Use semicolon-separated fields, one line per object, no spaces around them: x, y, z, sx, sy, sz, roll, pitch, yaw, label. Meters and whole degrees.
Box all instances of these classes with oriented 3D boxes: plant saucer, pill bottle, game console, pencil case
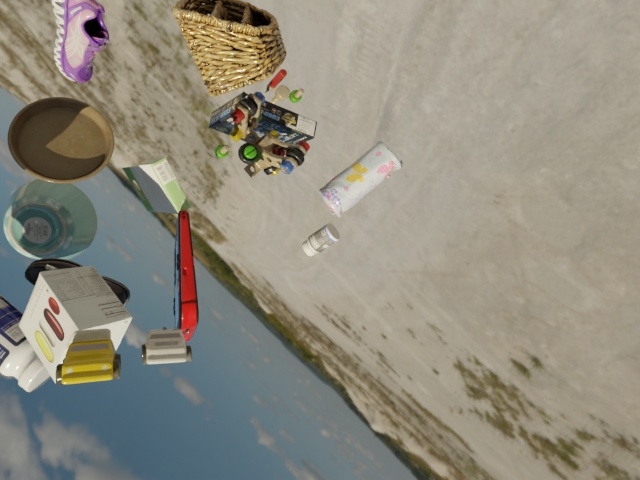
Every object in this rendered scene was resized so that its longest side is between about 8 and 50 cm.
-0.750;-0.288;1.466;0.278;0.278;0.041;46;153;0;plant saucer
-0.843;0.279;1.367;0.264;0.153;0.153;38;169;4;pill bottle
-0.434;0.128;1.570;0.386;0.060;0.342;133;129;-64;game console
0.000;0.000;1.925;0.078;0.137;0.078;40;-150;-29;pill bottle
0.124;-0.193;1.589;0.113;0.273;0.124;52;-177;17;pencil case

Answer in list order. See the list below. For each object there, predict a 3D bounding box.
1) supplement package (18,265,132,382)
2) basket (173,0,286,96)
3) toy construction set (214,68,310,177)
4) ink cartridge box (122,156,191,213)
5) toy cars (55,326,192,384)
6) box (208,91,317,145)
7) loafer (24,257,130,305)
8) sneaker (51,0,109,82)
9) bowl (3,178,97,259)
-0.626;0.207;1.280;0.203;0.194;0.149;43;-155;22;supplement package
-0.216;-0.539;1.279;0.299;0.213;0.223;-94;-15;-56;basket
-0.176;-0.333;1.529;0.257;0.309;0.237;20;166;-23;toy construction set
-0.510;-0.168;1.561;0.235;0.056;0.171;8;129;50;ink cartridge box
-0.380;0.214;1.015;0.176;0.087;0.393;-3;174;20;toy cars
-0.211;-0.412;1.799;0.293;0.074;0.295;17;169;-30;box
-0.712;0.132;1.458;0.302;0.109;0.095;18;-166;-6;loafer
-0.530;-0.449;1.132;0.104;0.095;0.236;25;138;-1;sneaker
-0.960;-0.056;1.755;0.312;0.311;0.163;50;179;-17;bowl
